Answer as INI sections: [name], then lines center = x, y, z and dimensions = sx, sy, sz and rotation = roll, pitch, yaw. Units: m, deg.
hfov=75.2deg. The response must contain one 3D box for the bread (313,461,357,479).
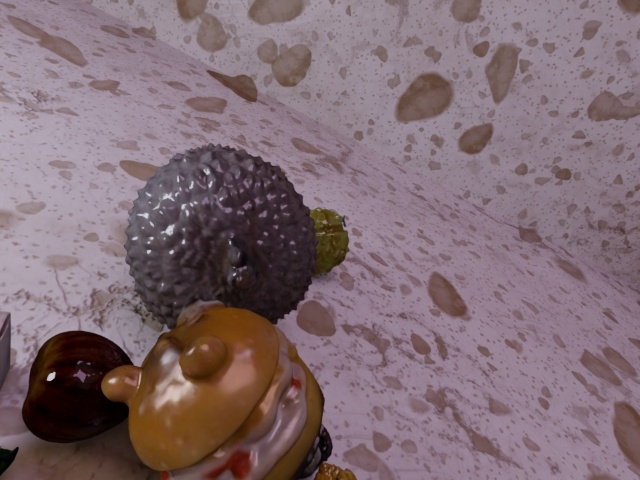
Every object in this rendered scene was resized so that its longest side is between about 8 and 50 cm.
[bread]
center = 0.007, 0.439, 0.600
dimensions = 0.083, 0.114, 0.211
rotation = -7, 22, 23

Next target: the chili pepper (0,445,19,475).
[chili pepper]
center = -0.458, 0.290, 0.458
dimensions = 0.224, 0.061, 0.098
rotation = 6, 61, -56

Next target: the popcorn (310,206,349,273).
[popcorn]
center = 0.000, 0.000, 1.192
dimensions = 0.198, 0.198, 0.212
rotation = 45, 1, 25

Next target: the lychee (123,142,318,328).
[lychee]
center = -0.193, -0.001, 0.837
dimensions = 0.380, 0.380, 0.432
rotation = 14, 10, -22

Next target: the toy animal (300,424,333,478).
[toy animal]
center = -0.039, 0.345, 0.731
dimensions = 0.098, 0.098, 0.137
rotation = 2, 18, -36

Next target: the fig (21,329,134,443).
[fig]
center = -0.336, 0.221, 0.611
dimensions = 0.202, 0.148, 0.149
rotation = 18, 12, 0

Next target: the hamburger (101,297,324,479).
[hamburger]
center = -0.155, 0.217, 0.598
dimensions = 0.237, 0.276, 0.276
rotation = 53, 22, -26

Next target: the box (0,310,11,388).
[box]
center = -0.546, 0.155, 0.563
dimensions = 0.199, 0.135, 0.081
rotation = 10, 36, -25
